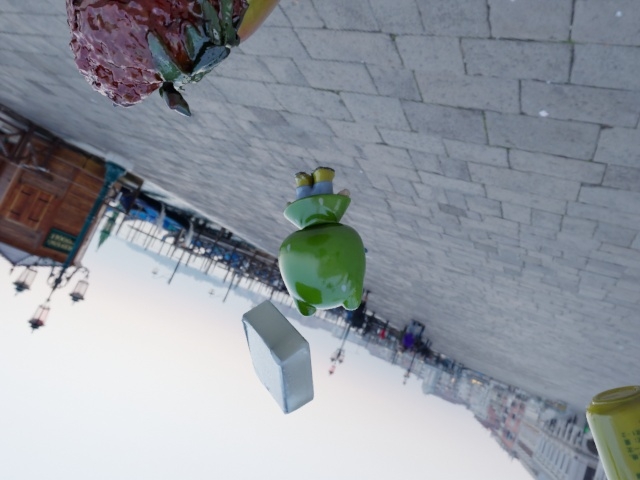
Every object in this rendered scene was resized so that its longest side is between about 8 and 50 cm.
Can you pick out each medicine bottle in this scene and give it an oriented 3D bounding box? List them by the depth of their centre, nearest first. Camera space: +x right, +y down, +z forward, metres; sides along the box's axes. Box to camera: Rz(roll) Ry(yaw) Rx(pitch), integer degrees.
[{"bbox_3d":[0.405,0.314,0.557,0.095,0.260,0.064,-13,171,-14],"label":"medicine bottle"}]

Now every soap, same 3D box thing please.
[{"bbox_3d":[-0.071,0.203,0.781,0.121,0.064,0.183,41,148,35],"label":"soap"}]

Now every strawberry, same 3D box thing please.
[{"bbox_3d":[-0.131,-0.182,0.343,0.140,0.192,0.085,-6,156,13],"label":"strawberry"}]

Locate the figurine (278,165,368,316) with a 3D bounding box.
[{"bbox_3d":[0.000,0.000,0.827,0.162,0.263,0.143,-10,166,11],"label":"figurine"}]

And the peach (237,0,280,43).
[{"bbox_3d":[-0.206,-0.448,0.591,0.388,0.388,0.388,21,171,4],"label":"peach"}]
